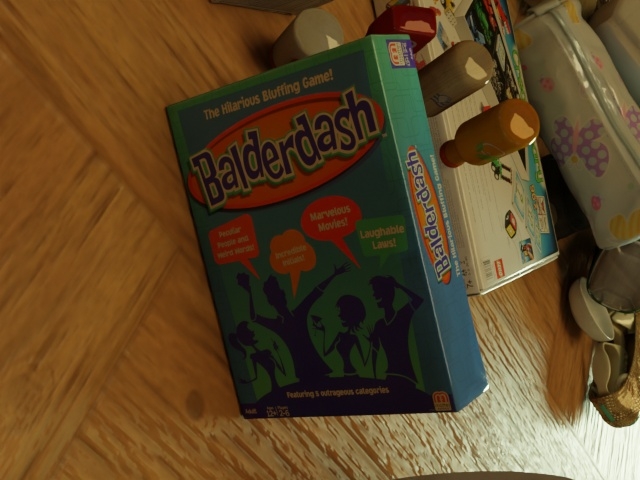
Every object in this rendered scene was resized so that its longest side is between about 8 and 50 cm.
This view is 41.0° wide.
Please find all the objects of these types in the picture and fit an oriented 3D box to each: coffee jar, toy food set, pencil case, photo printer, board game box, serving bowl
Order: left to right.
[{"bbox_3d":[0.000,0.000,0.519,0.047,0.160,0.210,-18,95,-53],"label":"board game box"},{"bbox_3d":[0.041,-0.110,0.662,0.232,0.104,0.111,-3,81,-24],"label":"toy food set"},{"bbox_3d":[0.147,-0.111,0.836,0.193,0.053,0.305,-14,93,-53],"label":"board game box"},{"bbox_3d":[0.323,0.087,1.037,0.083,0.027,0.083,40,34,-34],"label":"serving bowl"},{"bbox_3d":[0.290,-0.123,0.919,0.273,0.113,0.124,62,9,11],"label":"pencil case"},{"bbox_3d":[0.385,0.017,1.068,0.184,0.079,0.096,-38,149,-63],"label":"coffee jar"},{"bbox_3d":[0.431,-0.195,1.071,0.256,0.107,0.307,49,9,-1],"label":"photo printer"}]

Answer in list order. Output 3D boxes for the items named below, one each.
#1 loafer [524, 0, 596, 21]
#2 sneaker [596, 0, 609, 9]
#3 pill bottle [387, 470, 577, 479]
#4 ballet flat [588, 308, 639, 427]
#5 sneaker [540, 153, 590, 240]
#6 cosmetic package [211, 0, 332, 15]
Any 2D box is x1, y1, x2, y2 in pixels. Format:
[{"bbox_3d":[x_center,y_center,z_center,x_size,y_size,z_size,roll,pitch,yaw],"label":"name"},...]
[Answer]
[{"bbox_3d":[0.329,-0.378,1.120,0.092,0.102,0.268,48,55,-37],"label":"loafer"},{"bbox_3d":[0.409,-0.411,1.257,0.071,0.066,0.188,58,8,29],"label":"sneaker"},{"bbox_3d":[0.103,0.341,0.526,0.210,0.210,0.363,4,78,-53],"label":"pill bottle"},{"bbox_3d":[0.373,0.131,1.071,0.067,0.073,0.206,37,48,-25],"label":"ballet flat"},{"bbox_3d":[0.339,-0.071,1.043,0.267,0.106,0.101,-28,106,-51],"label":"sneaker"},{"bbox_3d":[-0.048,-0.290,0.612,0.099,0.060,0.239,-12,91,-55],"label":"cosmetic package"}]
